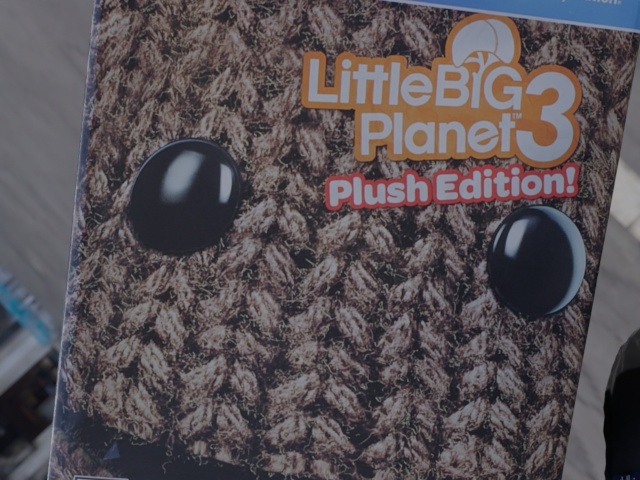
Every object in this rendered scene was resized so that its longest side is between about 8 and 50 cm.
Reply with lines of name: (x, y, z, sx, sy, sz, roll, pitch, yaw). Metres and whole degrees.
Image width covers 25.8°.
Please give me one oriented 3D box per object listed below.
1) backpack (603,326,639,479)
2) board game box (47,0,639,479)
backpack: (0.208, 0.096, 0.643, 0.115, 0.152, 0.182, 38, -149, -28)
board game box: (0.000, 0.000, 0.654, 0.232, 0.291, 0.141, 5, -168, -9)
